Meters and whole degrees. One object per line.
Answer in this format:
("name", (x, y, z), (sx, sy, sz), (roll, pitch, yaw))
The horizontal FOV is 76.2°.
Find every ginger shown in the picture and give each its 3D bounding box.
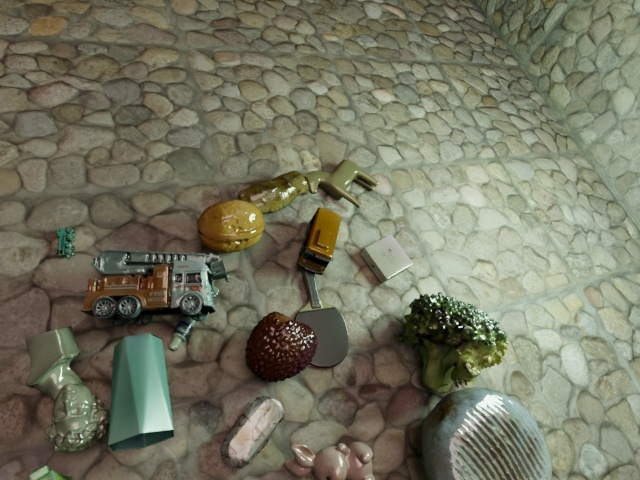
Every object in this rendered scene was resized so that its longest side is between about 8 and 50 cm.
("ginger", (-0.154, -0.154, 1.371), (0.262, 0.116, 0.110), (-28, 114, -36))

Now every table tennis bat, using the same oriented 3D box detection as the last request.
("table tennis bat", (-0.009, 0.234, 1.244), (0.173, 0.022, 0.302), (-4, 64, -22))

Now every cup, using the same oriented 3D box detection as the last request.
("cup", (-0.419, 0.345, 0.955), (0.147, 0.134, 0.236), (-17, 60, 2))

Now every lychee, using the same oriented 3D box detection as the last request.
("lychee", (-0.107, 0.289, 1.087), (0.187, 0.188, 0.188), (9, 58, -15))

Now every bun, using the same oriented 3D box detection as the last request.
("bun", (0.427, 0.579, 1.090), (0.361, 0.211, 0.363), (11, 59, -18))

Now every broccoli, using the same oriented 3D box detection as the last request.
("broccoli", (0.383, 0.314, 1.236), (0.293, 0.347, 0.281), (20, 83, 38))

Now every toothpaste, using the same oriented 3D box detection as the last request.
("toothpaste", (-0.353, 0.206, 1.123), (0.061, 0.037, 0.216), (25, 50, -1))

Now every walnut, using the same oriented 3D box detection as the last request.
("walnut", (-0.265, -0.043, 1.228), (0.206, 0.159, 0.159), (-8, 64, -29))

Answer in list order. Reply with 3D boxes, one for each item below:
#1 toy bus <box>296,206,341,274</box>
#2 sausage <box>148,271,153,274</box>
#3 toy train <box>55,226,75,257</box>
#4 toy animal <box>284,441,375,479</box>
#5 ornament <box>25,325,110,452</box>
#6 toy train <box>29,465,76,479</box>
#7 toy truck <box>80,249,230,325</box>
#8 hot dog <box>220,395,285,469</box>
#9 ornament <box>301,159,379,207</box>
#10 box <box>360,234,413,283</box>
("toy bus", (0.000, 0.000, 1.322), (0.098, 0.114, 0.201), (23, 48, -8))
("sausage", (-0.424, 0.081, 1.145), (0.233, 0.071, 0.071), (7, 59, -16))
("toy train", (-0.697, 0.005, 1.116), (0.045, 0.029, 0.092), (-5, 64, -15))
("toy animal", (0.023, 0.566, 1.008), (0.212, 0.124, 0.125), (-1, 61, -14))
("ornament", (-0.571, 0.329, 0.911), (0.120, 0.130, 0.285), (-30, 73, -6))
("toy train", (-0.569, 0.573, 0.754), (0.271, 0.159, 0.188), (-27, 67, -31))
("toy truck", (-0.406, 0.113, 1.049), (0.337, 0.133, 0.185), (-2, 72, -8))
("hot dog", (-0.169, 0.478, 1.023), (0.099, 0.053, 0.192), (38, 58, 5))
("ornament", (0.066, -0.215, 1.513), (0.244, 0.061, 0.230), (36, 57, 1))
("box", (0.229, 0.064, 1.415), (0.130, 0.051, 0.129), (-25, 72, -31))
